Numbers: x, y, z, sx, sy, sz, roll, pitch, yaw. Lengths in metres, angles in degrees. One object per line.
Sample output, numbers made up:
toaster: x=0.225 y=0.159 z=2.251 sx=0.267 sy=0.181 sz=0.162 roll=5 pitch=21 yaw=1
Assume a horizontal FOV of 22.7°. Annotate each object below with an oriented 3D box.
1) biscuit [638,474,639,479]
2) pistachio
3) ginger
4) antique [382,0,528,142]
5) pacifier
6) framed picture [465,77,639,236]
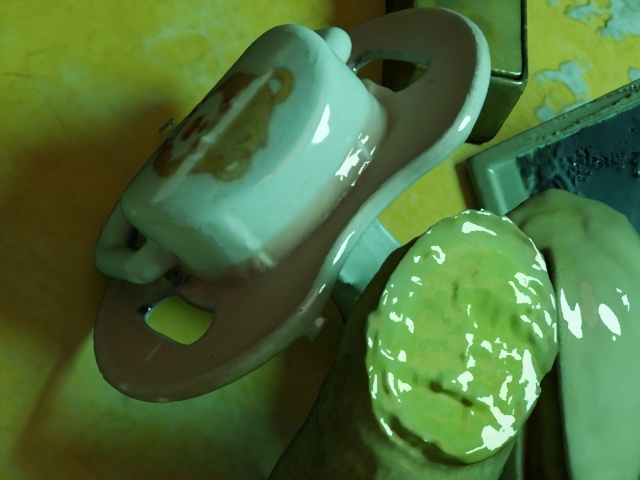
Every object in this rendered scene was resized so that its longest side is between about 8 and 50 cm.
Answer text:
biscuit: x=0.148 y=0.086 z=1.115 sx=0.228 sy=0.031 sz=0.176 roll=36 pitch=81 yaw=30
pistachio: x=0.154 y=0.077 z=1.008 sx=0.126 sy=0.152 sz=0.223 roll=-3 pitch=79 yaw=18
ginger: x=0.038 y=0.148 z=0.933 sx=0.126 sy=0.354 sz=0.190 roll=20 pitch=13 yaw=-15
antique: x=0.109 y=-0.232 z=1.291 sx=0.093 sy=0.087 sz=0.310 roll=10 pitch=58 yaw=-11
pacifier: x=-0.009 y=-0.016 z=1.045 sx=0.273 sy=0.220 sz=0.332 roll=38 pitch=77 yaw=6
framed picture: x=0.256 y=0.034 z=1.121 sx=0.247 sy=0.022 sz=0.335 roll=-24 pitch=62 yaw=19
